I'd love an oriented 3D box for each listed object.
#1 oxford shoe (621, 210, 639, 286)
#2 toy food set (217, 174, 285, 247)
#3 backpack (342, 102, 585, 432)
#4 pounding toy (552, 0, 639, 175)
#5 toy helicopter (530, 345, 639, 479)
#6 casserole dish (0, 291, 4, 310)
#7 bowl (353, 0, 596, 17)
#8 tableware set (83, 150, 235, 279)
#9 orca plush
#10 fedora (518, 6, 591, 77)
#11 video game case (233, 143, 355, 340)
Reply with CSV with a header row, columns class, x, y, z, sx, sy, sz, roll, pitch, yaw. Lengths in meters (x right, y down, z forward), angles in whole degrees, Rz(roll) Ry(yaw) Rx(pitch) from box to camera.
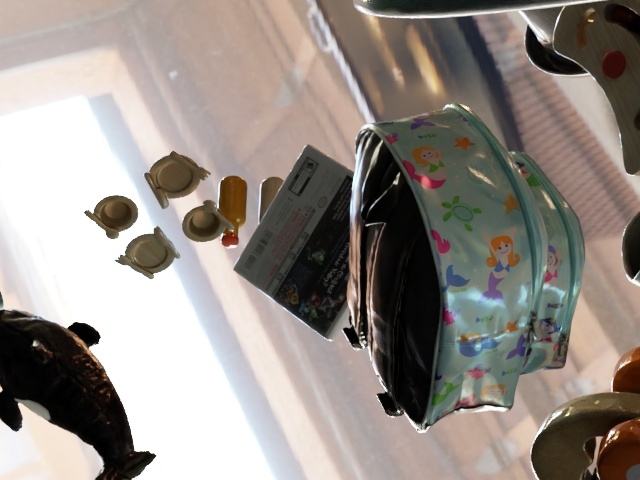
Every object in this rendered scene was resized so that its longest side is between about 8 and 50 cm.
class,x,y,z,sx,sy,sz,roll,pitch,yaw
oxford shoe,0.438,0.016,1.091,0.130,0.169,0.449,40,-5,-7
toy food set,-0.038,-0.005,1.486,0.111,0.232,0.104,-22,-130,30
backpack,0.116,0.012,0.924,0.225,0.191,0.253,-116,-167,-48
pounding toy,0.296,-0.197,1.062,0.154,0.155,0.269,-29,-113,54
toy helicopter,0.348,0.283,1.010,0.355,0.140,0.235,39,-52,-6
casserole dish,-0.468,0.071,1.375,0.114,0.037,0.188,55,-35,5
bowl,0.149,-0.204,0.423,0.311,0.312,0.163,22,-52,62
tableware set,-0.195,-0.027,1.294,0.141,0.169,0.020,52,12,-36
orca plush,-0.317,0.168,1.218,0.287,0.151,0.102,56,-6,30
fedora,0.329,-0.317,1.222,0.275,0.124,0.243,-18,-133,44
video game case,0.000,0.000,1.305,0.173,0.190,0.022,34,6,31
